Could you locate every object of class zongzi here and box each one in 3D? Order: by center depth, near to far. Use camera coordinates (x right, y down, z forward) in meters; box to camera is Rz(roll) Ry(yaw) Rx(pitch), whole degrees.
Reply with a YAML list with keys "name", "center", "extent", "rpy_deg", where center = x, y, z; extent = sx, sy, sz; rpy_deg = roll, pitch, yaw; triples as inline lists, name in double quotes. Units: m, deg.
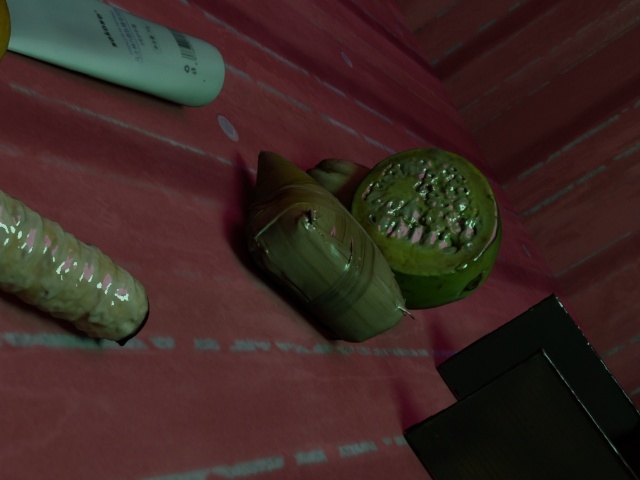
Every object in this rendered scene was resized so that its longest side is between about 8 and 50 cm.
- name: "zongzi"
  center: [0.000, 0.000, 1.020]
  extent: [0.194, 0.099, 0.197]
  rpy_deg: [46, 15, -28]

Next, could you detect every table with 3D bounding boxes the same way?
- name: "table"
  center: [0.265, 0.250, 1.119]
  extent: [0.282, 0.196, 0.250]
  rpy_deg: [54, 20, 0]

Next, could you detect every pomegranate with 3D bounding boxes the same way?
- name: "pomegranate"
  center: [0.094, -0.002, 1.180]
  extent: [0.159, 0.241, 0.189]
  rpy_deg: [92, 3, -61]

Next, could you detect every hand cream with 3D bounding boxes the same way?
- name: "hand cream"
  center: [-0.202, -0.188, 0.886]
  extent: [0.321, 0.067, 0.109]
  rpy_deg: [11, 50, -58]

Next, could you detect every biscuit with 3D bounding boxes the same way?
- name: "biscuit"
  center: [-0.189, 0.005, 0.597]
  extent: [0.219, 0.055, 0.061]
  rpy_deg: [37, 8, -41]

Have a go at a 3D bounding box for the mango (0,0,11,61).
- name: "mango"
  center: [-0.276, -0.182, 0.645]
  extent: [0.184, 0.085, 0.102]
  rpy_deg: [55, 20, 10]
